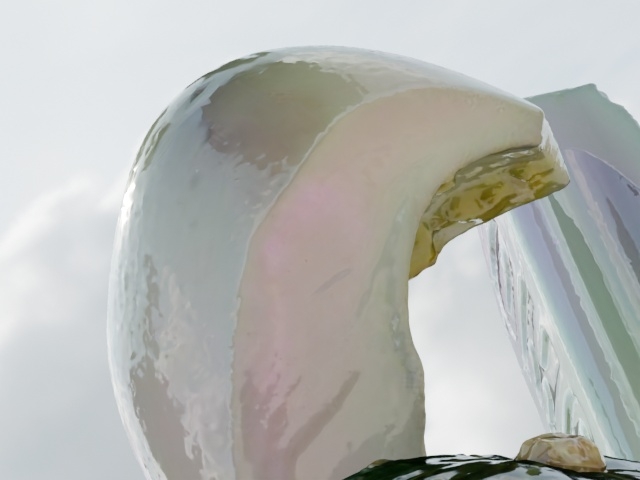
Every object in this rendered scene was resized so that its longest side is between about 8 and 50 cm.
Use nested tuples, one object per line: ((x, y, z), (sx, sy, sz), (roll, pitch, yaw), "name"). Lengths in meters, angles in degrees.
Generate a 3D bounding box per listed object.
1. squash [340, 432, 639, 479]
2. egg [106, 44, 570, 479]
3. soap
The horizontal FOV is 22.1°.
((0.074, 0.151, 0.532), (0.218, 0.172, 0.218), (-8, -2, 0), "squash")
((-0.017, 0.005, 0.750), (0.271, 0.206, 0.162), (-55, -53, -35), "egg")
((0.196, 0.065, 1.079), (0.115, 0.347, 0.208), (-15, -36, -4), "soap")
